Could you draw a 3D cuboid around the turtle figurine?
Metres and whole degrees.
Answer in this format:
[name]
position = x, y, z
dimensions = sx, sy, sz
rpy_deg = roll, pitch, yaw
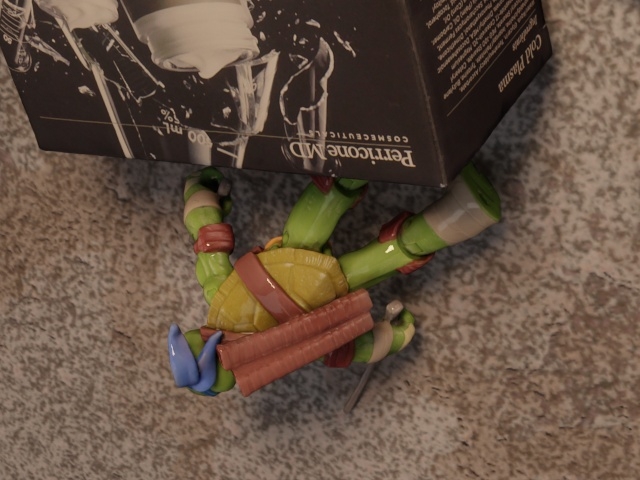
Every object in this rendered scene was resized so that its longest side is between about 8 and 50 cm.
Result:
[turtle figurine]
position = 0.000, 0.000, 1.185
dimensions = 0.266, 0.275, 0.198
rpy_deg = -41, 72, 21

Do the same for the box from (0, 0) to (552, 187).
[box]
position = -0.057, -0.220, 0.986
dimensions = 0.343, 0.179, 0.312
rpy_deg = 7, 129, 33
